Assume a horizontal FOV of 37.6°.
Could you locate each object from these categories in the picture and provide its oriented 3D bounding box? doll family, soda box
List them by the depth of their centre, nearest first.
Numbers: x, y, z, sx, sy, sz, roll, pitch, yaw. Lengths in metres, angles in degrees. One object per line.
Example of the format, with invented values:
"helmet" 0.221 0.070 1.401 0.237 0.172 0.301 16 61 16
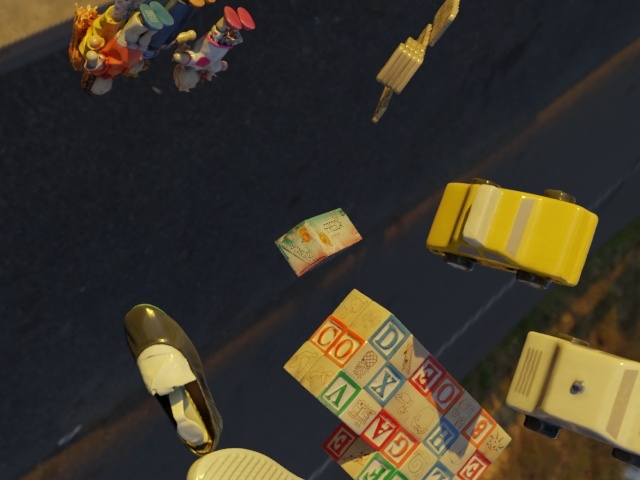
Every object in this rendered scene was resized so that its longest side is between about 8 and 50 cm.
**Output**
"doll family" -0.215 -0.254 1.157 0.163 0.118 0.263 -37 170 31
"soda box" 0.000 0.000 1.378 0.058 0.063 0.183 -35 176 18

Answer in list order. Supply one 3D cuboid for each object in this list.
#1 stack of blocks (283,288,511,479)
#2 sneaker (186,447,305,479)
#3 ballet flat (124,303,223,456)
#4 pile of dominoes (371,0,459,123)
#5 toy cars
"stack of blocks" 0.088 0.219 1.156 0.171 0.087 0.297 -48 124 -7
"sneaker" -0.093 0.438 1.495 0.150 0.135 0.366 -29 135 33
"ballet flat" -0.223 0.228 1.476 0.095 0.096 0.280 -23 117 5
"pile of dominoes" 0.132 -0.287 1.383 0.196 0.040 0.251 -53 -173 25
"toy cars" 0.217 0.062 0.929 0.176 0.394 0.087 -39 141 21
